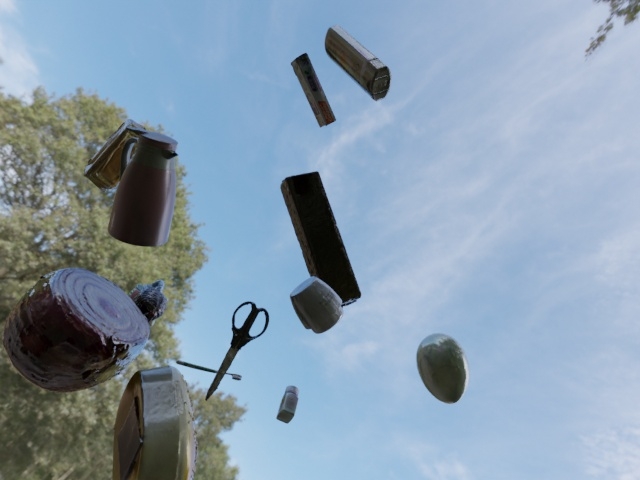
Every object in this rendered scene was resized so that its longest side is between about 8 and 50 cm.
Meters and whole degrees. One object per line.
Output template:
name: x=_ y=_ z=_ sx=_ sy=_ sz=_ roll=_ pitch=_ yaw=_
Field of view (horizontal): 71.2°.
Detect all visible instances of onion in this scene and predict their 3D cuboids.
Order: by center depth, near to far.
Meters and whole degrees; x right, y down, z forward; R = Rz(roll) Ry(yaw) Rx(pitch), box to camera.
onion: x=-0.607 y=0.230 z=1.085 sx=0.282 sy=0.260 sz=0.337 roll=51 pitch=1 yaw=9

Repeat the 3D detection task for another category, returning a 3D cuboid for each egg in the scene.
egg: x=0.365 y=0.380 z=1.330 sx=0.151 sy=0.151 sz=0.210 roll=-21 pitch=-99 yaw=48

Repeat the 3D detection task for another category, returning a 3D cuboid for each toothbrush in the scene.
toothbrush: x=-0.422 y=0.494 z=1.701 sx=0.256 sy=0.024 sz=0.018 roll=20 pitch=-62 yaw=-15

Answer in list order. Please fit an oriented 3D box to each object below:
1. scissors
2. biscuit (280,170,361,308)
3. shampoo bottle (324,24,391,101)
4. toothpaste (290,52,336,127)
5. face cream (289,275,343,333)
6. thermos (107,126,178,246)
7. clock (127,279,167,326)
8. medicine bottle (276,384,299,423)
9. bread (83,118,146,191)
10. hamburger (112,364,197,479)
scissors: x=-0.252 y=0.319 z=1.287 sx=0.109 sy=0.300 sz=0.022 roll=29 pitch=-17 yaw=-2
biscuit: x=0.000 y=0.000 z=1.226 sx=0.389 sy=0.107 sz=0.073 roll=71 pitch=-22 yaw=10
shampoo bottle: x=0.085 y=-0.423 z=1.059 sx=0.228 sy=0.055 sz=0.086 roll=56 pitch=-17 yaw=34
toothpaste: x=-0.019 y=-0.412 z=1.239 sx=0.197 sy=0.040 sz=0.047 roll=64 pitch=-18 yaw=-15
face cream: x=-0.008 y=0.126 z=0.877 sx=0.091 sy=0.091 sz=0.095 roll=-25 pitch=-76 yaw=49
thermos: x=-0.435 y=-0.139 z=1.106 sx=0.176 sy=0.146 sz=0.265 roll=25 pitch=-72 yaw=22
clock: x=-0.544 y=0.205 z=1.353 sx=0.195 sy=0.194 sz=0.100 roll=-35 pitch=-59 yaw=18
medicine bottle: x=-0.114 y=0.589 z=1.619 sx=0.054 sy=0.118 sz=0.074 roll=24 pitch=-53 yaw=-5
bread: x=-0.668 y=-0.282 z=1.484 sx=0.107 sy=0.241 sz=0.136 roll=41 pitch=4 yaw=-38
hamburger: x=-0.347 y=0.413 z=0.965 sx=0.227 sy=0.151 sz=0.295 roll=-58 pitch=-147 yaw=24
